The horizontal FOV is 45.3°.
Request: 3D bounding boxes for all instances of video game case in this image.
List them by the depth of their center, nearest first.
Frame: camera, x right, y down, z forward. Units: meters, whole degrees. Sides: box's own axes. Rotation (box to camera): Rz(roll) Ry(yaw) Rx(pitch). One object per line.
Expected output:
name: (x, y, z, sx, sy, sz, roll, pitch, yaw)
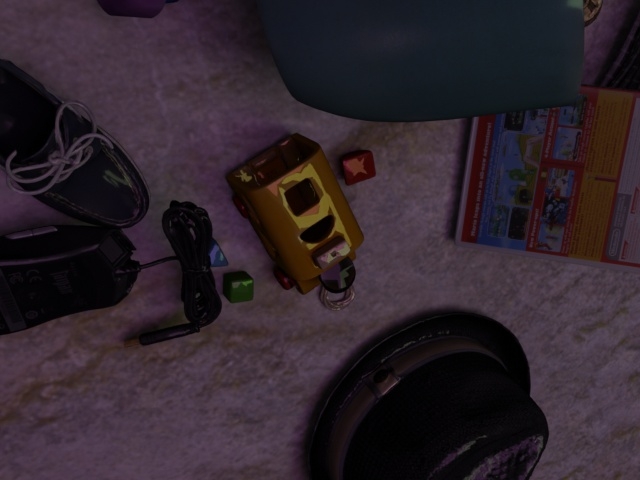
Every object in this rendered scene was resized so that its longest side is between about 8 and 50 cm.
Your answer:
video game case: (0.309, -0.071, 0.872, 0.285, 0.025, 0.204, 9, 107, 11)

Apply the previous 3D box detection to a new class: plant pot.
plant pot: (0.069, -0.235, 0.656, 0.235, 0.293, 0.293, -11, 115, 10)

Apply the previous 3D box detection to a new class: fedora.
fedora: (0.157, 0.257, 0.936, 0.333, 0.152, 0.334, -8, 111, -23)

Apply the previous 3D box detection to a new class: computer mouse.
computer mouse: (-0.224, 0.046, 0.740, 0.261, 0.060, 0.184, -16, 138, -8)

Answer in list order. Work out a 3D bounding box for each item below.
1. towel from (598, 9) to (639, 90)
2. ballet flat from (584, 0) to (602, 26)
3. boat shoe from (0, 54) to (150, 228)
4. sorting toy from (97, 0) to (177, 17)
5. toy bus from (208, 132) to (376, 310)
towel: (0.454, -0.156, 0.958, 0.235, 0.121, 0.284, 20, 100, -28)
ballet flat: (0.232, -0.311, 0.830, 0.249, 0.058, 0.084, 32, 93, -30)
boat shoe: (-0.246, -0.091, 0.668, 0.095, 0.079, 0.254, -46, 120, -7)
sorting toy: (-0.137, -0.373, 0.625, 0.126, 0.127, 0.366, -22, 116, -43)
toy bus: (-0.009, -0.006, 0.795, 0.202, 0.104, 0.191, 10, 103, -27)
